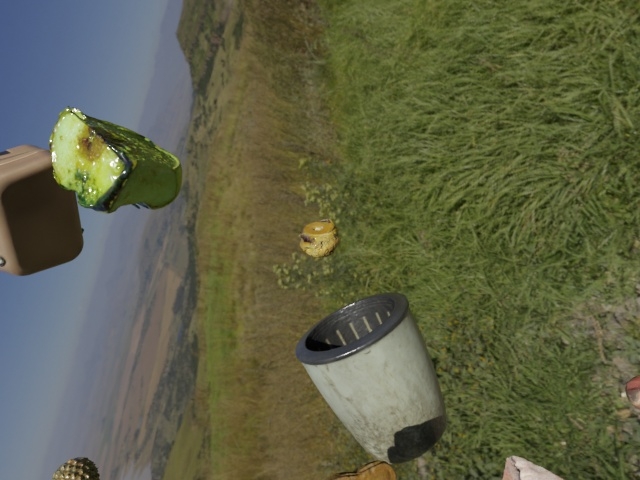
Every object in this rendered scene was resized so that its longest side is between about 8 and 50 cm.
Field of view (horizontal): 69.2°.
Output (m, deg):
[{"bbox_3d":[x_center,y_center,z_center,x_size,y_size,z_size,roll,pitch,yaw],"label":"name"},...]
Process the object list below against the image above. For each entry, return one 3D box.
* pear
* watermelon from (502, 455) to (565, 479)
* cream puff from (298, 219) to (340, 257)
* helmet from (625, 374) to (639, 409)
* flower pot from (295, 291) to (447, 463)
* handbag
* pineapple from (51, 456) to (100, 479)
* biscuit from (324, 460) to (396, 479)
[{"bbox_3d":[-0.466,-0.174,1.095,0.164,0.238,0.255,-56,-15,14],"label":"pear"},{"bbox_3d":[0.516,0.621,0.976,0.283,0.251,0.292,138,141,-61],"label":"watermelon"},{"bbox_3d":[0.000,0.000,1.381,0.133,0.120,0.104,-123,23,-56],"label":"cream puff"},{"bbox_3d":[0.552,0.260,0.797,0.084,0.049,0.065,-18,-60,-78],"label":"helmet"},{"bbox_3d":[0.141,0.334,1.113,0.330,0.294,0.294,62,158,-7],"label":"flower pot"},{"bbox_3d":[-0.732,-0.058,1.106,0.283,0.149,0.301,-37,-36,-48],"label":"handbag"},{"bbox_3d":[-0.574,0.644,1.129,0.251,0.125,0.125,24,98,43],"label":"pineapple"},{"bbox_3d":[0.061,0.444,0.665,0.041,0.291,0.208,-42,59,58],"label":"biscuit"}]
